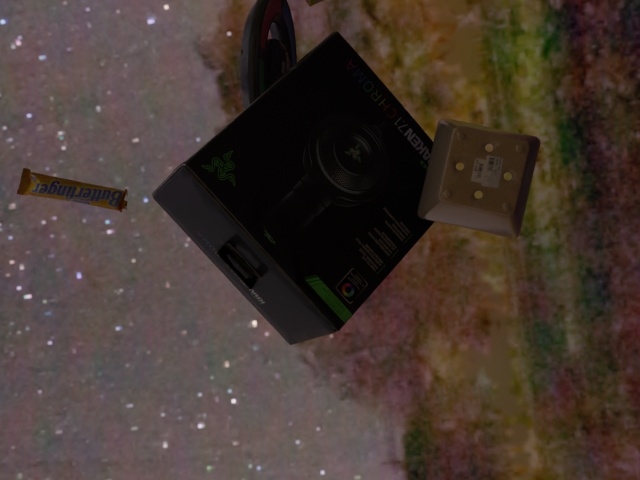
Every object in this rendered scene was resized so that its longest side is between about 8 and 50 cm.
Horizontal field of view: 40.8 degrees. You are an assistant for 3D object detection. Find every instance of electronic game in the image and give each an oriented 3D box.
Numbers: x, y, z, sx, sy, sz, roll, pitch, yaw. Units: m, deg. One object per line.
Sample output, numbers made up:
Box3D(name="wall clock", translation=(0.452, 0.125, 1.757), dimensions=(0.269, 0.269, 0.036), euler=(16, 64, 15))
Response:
Box3D(name="electronic game", translation=(-0.067, -0.244, 1.243), dimensions=(0.229, 0.048, 0.229), euler=(3, -90, -78))

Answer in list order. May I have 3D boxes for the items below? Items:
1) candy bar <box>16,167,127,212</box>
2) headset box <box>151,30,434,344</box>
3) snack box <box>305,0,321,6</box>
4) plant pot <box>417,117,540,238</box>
Box3D(name="candy bar", translation=(-0.368, -0.074, 1.293), dimensions=(0.018, 0.161, 0.040), euler=(-155, 77, -69))
Box3D(name="headset box", translation=(-0.016, -0.053, 1.000), dimensions=(0.246, 0.283, 0.131), euler=(49, 152, -8))
Box3D(name="snack box", translation=(0.042, -0.478, 1.309), dimensions=(0.070, 0.174, 0.207), euler=(57, 164, 20))
Box3D(name="plant pot", translation=(0.159, -0.066, 0.857), dimensions=(0.096, 0.109, 0.109), euler=(2, -79, -82))
